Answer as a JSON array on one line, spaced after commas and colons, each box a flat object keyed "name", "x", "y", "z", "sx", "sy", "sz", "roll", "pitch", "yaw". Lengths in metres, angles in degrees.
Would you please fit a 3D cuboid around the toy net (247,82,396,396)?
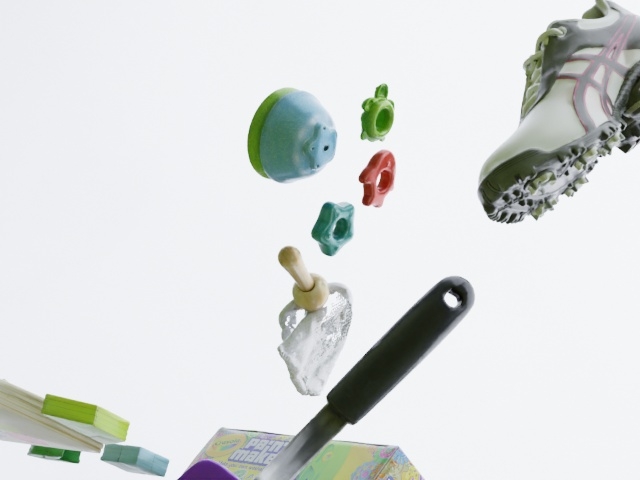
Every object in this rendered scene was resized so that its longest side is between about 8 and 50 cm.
[{"name": "toy net", "x": 0.000, "y": 0.000, "z": 0.934, "sx": 0.045, "sy": 0.122, "sz": 0.232, "roll": 20, "pitch": -64, "yaw": 36}]

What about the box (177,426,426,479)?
[{"name": "box", "x": 0.010, "y": 0.348, "z": 1.259, "sx": 0.290, "sy": 0.177, "sz": 0.279, "roll": -6, "pitch": -53, "yaw": 52}]

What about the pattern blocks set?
[{"name": "pattern blocks set", "x": -0.288, "y": 0.141, "z": 1.088, "sx": 0.285, "sy": 0.325, "sz": 0.026, "roll": 5, "pitch": -112, "yaw": 24}]

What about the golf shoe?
[{"name": "golf shoe", "x": 0.196, "y": -0.106, "z": 1.024, "sx": 0.120, "sy": 0.273, "sz": 0.105, "roll": 48, "pitch": -39, "yaw": 10}]

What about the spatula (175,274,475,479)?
[{"name": "spatula", "x": -0.003, "y": 0.120, "z": 0.781, "sx": 0.084, "sy": 0.296, "sz": 0.030, "roll": 45, "pitch": -25, "yaw": 4}]
